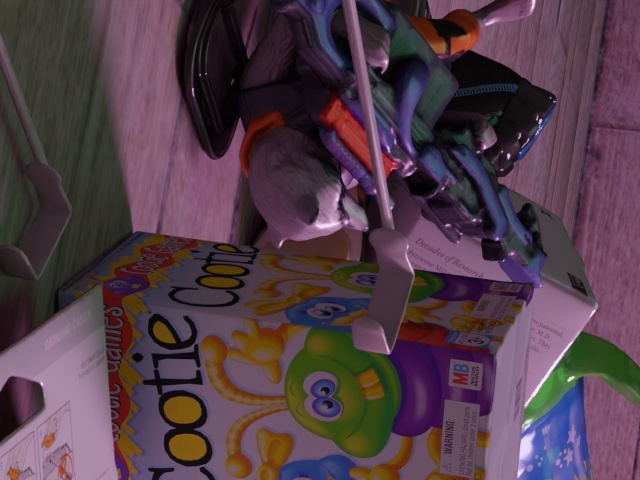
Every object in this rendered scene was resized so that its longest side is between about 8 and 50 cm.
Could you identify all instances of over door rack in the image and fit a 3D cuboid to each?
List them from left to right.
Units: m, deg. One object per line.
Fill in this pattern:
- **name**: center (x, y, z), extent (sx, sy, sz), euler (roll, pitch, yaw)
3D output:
- **over door rack**: center (-0.070, -0.110, 1.037), extent (0.108, 0.239, 0.324), euler (-60, 153, -45)

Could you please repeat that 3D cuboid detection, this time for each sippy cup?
- **sippy cup**: center (0.151, 0.198, 1.821), extent (0.240, 0.305, 0.224), euler (-34, 117, -27)

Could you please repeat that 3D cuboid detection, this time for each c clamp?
- **c clamp**: center (-0.070, -0.135, 1.468), extent (0.161, 0.022, 0.137), euler (70, 35, -64)

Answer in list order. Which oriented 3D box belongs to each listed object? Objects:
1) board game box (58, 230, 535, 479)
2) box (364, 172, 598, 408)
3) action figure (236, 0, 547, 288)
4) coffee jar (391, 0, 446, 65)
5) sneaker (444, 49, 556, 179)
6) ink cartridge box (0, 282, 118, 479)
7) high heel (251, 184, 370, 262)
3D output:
- **board game box**: center (-0.015, 0.095, 1.265), extent (0.142, 0.275, 0.144), euler (-45, 140, -67)
- **box**: center (0.119, 0.023, 1.686), extent (0.119, 0.182, 0.181), euler (-57, -164, 19)
- **action figure**: center (0.049, -0.107, 1.540), extent (0.341, 0.178, 0.330), euler (54, 47, -28)
- **coffee jar**: center (0.070, -0.179, 1.872), extent (0.184, 0.079, 0.096), euler (59, 40, -68)
- **sneaker**: center (0.096, -0.062, 1.983), extent (0.341, 0.139, 0.125), euler (-49, 172, -35)
- **ink cartridge box**: center (-0.185, 0.173, 1.085), extent (0.275, 0.060, 0.239), euler (-42, 129, -68)
- **high heel**: center (0.000, 0.000, 1.684), extent (0.186, 0.093, 0.261), euler (56, 45, -81)
